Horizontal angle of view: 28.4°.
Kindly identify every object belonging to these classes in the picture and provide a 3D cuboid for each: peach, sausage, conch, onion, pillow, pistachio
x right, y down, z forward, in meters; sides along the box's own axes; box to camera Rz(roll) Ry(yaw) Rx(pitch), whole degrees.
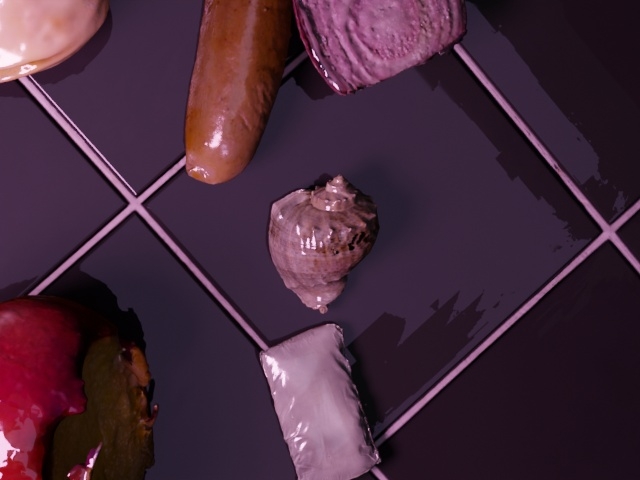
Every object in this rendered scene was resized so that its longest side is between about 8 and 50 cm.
[{"bbox_3d":[-0.372,0.283,1.644,0.353,0.339,0.417,-26,101,27],"label":"peach"},{"bbox_3d":[-0.105,-0.325,1.735,0.136,0.123,0.501,4,94,-7],"label":"sausage"},{"bbox_3d":[0.000,0.000,1.802,0.155,0.130,0.207,22,117,23],"label":"conch"},{"bbox_3d":[0.060,-0.337,1.763,0.250,0.111,0.247,-25,90,-19],"label":"onion"},{"bbox_3d":[0.001,0.243,1.829,0.128,0.051,0.229,-17,95,-10],"label":"pillow"},{"bbox_3d":[-0.432,-0.315,1.636,0.321,0.229,0.238,3,64,7],"label":"pistachio"}]
